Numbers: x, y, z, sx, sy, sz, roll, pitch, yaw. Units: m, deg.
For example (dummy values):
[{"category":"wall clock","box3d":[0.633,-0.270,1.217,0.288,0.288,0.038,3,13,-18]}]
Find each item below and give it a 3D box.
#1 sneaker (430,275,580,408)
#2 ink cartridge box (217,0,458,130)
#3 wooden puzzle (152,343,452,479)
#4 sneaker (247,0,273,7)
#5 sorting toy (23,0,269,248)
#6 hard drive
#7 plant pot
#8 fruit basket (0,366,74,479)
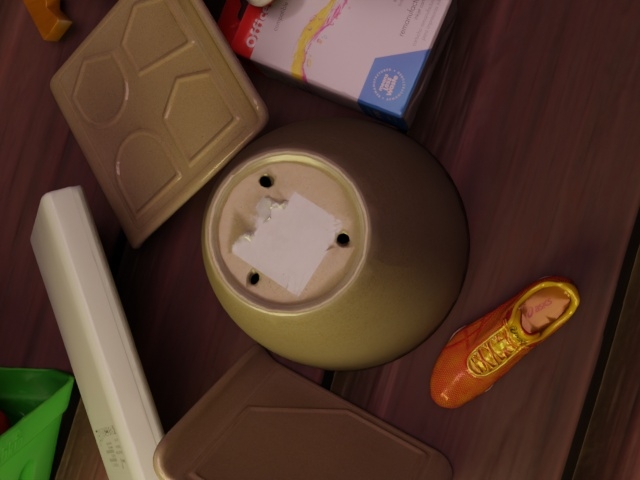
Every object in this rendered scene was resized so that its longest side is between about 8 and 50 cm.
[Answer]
[{"category":"sneaker","box3d":[0.169,0.093,0.930,0.175,0.067,0.064,-45,83,7]},{"category":"ink cartridge box","box3d":[0.004,-0.215,0.964,0.231,0.078,0.134,23,91,11]},{"category":"wooden puzzle","box3d":[-0.008,0.212,0.890,0.239,0.221,0.044,32,119,8]},{"category":"sneaker","box3d":[-0.117,-0.316,0.925,0.087,0.128,0.221,-53,48,15]},{"category":"sorting toy","box3d":[-0.185,-0.176,0.975,0.229,0.041,0.307,-41,70,32]},{"category":"hard drive","box3d":[-0.207,0.119,0.933,0.040,0.203,0.307,-17,84,-22]},{"category":"plant pot","box3d":[0.000,0.000,0.858,0.257,0.274,0.256,0,88,9]},{"category":"fruit basket","box3d":[-0.420,0.154,0.879,0.283,0.392,0.391,1,88,10]}]
